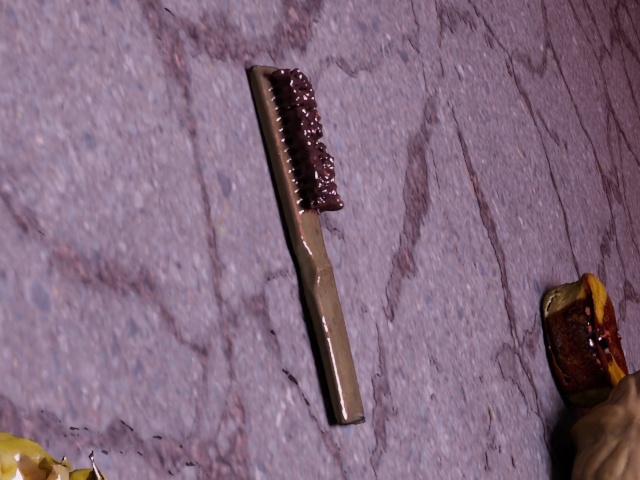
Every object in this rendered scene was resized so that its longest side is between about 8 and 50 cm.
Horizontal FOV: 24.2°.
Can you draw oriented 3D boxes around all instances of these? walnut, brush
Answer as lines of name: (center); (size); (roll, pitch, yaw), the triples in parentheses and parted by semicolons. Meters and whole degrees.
walnut: (0.333, 0.226, 1.383); (0.261, 0.225, 0.225); (51, 32, -44)
brush: (0.000, 0.000, 0.995); (0.043, 0.036, 0.248); (3, 72, -61)

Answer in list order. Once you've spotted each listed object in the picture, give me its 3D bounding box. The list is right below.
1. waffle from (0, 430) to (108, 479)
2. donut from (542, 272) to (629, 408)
waffle: (-0.124, 0.204, 0.557); (0.301, 0.058, 0.281); (63, 26, -26)
donut: (0.265, 0.101, 1.490); (0.140, 0.059, 0.140); (47, 34, -46)
